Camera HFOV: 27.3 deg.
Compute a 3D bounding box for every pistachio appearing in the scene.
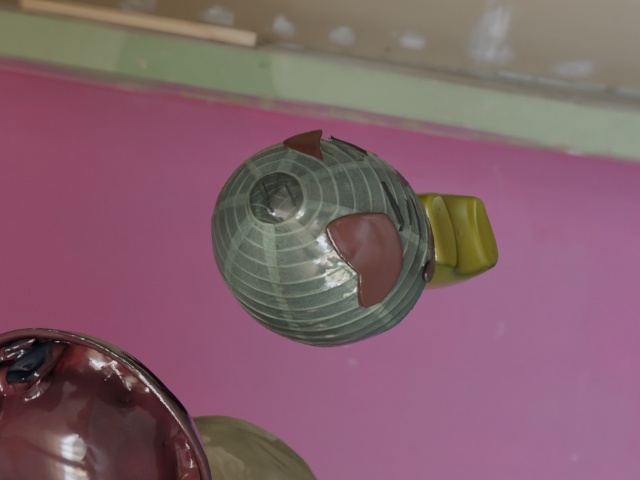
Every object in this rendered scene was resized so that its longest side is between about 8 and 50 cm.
[{"bbox_3d":[-0.076,0.336,1.554,0.226,0.332,0.208,-38,-17,-55],"label":"pistachio"}]

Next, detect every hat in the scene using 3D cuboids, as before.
[{"bbox_3d":[-0.172,0.157,0.895,0.089,0.205,0.205,-60,-18,-56],"label":"hat"}]

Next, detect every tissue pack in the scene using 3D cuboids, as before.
[{"bbox_3d":[0.139,0.003,1.718,0.178,0.127,0.123,1,-108,-54],"label":"tissue pack"}]

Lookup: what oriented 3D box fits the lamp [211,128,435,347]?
[{"bbox_3d":[0.000,0.000,1.439,0.265,0.233,0.233,47,145,32],"label":"lamp"}]
